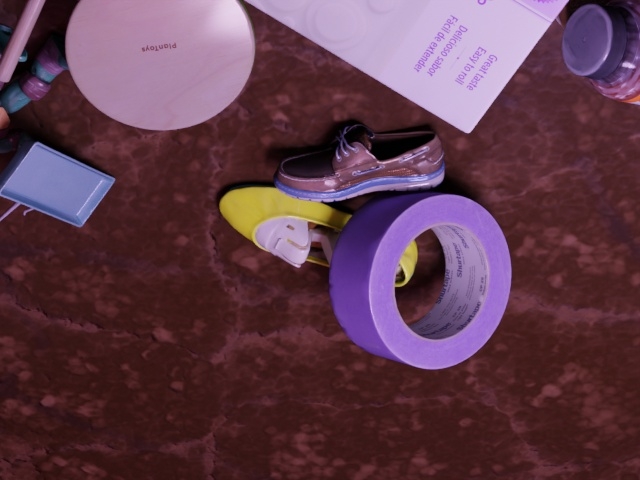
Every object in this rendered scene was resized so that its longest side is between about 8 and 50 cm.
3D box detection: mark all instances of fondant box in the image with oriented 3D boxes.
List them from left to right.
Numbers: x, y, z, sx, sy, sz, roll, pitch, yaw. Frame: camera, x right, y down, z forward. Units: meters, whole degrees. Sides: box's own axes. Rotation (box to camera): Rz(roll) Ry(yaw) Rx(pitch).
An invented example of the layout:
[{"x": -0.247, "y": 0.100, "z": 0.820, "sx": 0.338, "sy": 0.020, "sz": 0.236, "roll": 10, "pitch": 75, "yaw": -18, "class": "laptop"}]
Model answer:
[{"x": 0.065, "y": -0.283, "z": 1.698, "sx": 0.330, "sy": 0.096, "sz": 0.238, "roll": 30, "pitch": 128, "yaw": -7, "class": "fondant box"}]

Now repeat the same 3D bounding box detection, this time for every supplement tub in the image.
[{"x": 0.330, "y": -0.180, "z": 1.803, "sx": 0.198, "sy": 0.106, "sz": 0.106, "roll": 5, "pitch": 137, "yaw": -34, "class": "supplement tub"}]

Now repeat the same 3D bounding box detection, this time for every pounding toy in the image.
[{"x": -0.181, "y": -0.218, "z": 1.811, "sx": 0.237, "sy": 0.110, "sz": 0.183, "roll": 16, "pitch": 121, "yaw": -14, "class": "pounding toy"}]

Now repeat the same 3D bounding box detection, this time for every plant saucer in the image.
[{"x": -0.277, "y": -0.060, "z": 1.937, "sx": 0.067, "sy": 0.018, "sz": 0.192, "roll": -53, "pitch": 159, "yaw": 3, "class": "plant saucer"}]

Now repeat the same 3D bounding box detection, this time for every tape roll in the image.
[{"x": 0.108, "y": 0.040, "z": 1.994, "sx": 0.189, "sy": 0.189, "sz": 0.080, "roll": 39, "pitch": 165, "yaw": -31, "class": "tape roll"}]

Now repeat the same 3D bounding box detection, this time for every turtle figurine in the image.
[{"x": -0.342, "y": -0.110, "z": 1.894, "sx": 0.118, "sy": 0.175, "sz": 0.234, "roll": 44, "pitch": 117, "yaw": 18, "class": "turtle figurine"}]

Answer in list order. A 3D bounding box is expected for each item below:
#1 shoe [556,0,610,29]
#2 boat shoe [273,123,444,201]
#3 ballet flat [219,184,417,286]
[{"x": 0.243, "y": -0.270, "z": 1.797, "sx": 0.076, "sy": 0.058, "sz": 0.219, "roll": -33, "pitch": 133, "yaw": 0, "class": "shoe"}, {"x": 0.040, "y": -0.089, "z": 1.966, "sx": 0.183, "sy": 0.066, "sz": 0.066, "roll": -7, "pitch": 129, "yaw": -7, "class": "boat shoe"}, {"x": 0.000, "y": 0.000, "z": 2.035, "sx": 0.231, "sy": 0.077, "sz": 0.077, "roll": 16, "pitch": 134, "yaw": -14, "class": "ballet flat"}]
